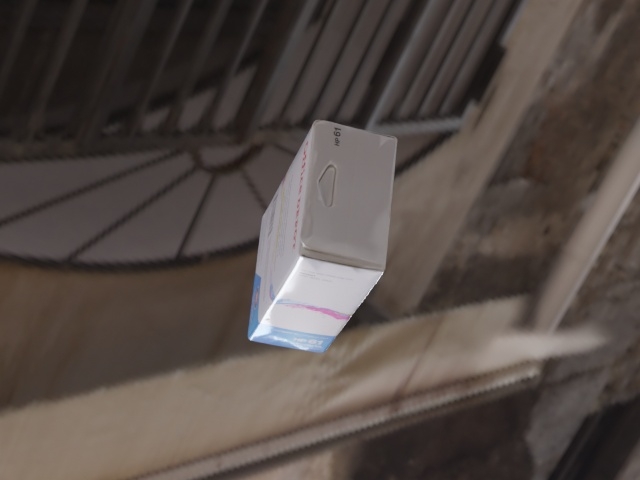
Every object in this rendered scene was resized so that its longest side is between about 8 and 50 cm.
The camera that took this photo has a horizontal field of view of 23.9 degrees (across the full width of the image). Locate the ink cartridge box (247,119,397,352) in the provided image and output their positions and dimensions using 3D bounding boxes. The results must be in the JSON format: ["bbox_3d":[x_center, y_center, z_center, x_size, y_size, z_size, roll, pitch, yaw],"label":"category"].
[{"bbox_3d":[0.000,0.000,0.869,0.052,0.122,0.088,12,-118,-10],"label":"ink cartridge box"}]
